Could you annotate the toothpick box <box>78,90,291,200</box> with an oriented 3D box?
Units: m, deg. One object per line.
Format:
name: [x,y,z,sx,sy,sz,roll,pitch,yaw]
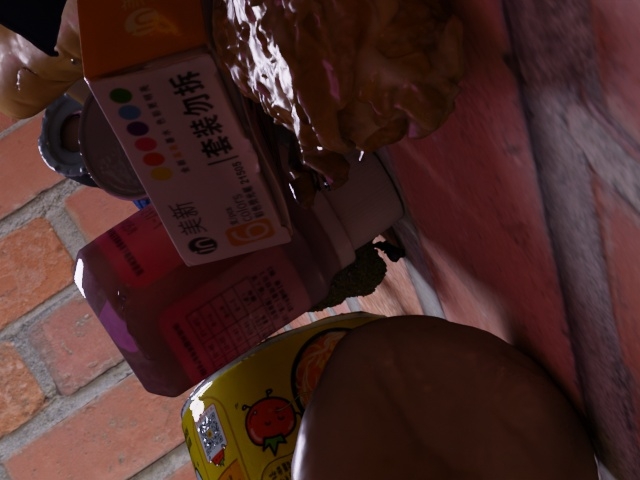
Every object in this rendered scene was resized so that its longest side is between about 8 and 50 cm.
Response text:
toothpick box: [-0.105,-0.091,1.335,0.111,0.111,0.181,54,-152,16]

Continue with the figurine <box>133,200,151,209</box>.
figurine: [-0.179,-0.087,1.555,0.136,0.079,0.077,49,-144,3]

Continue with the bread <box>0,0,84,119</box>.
bread: [-0.231,-0.211,1.423,0.305,0.091,0.142,-25,55,51]

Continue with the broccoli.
broccoli: [0.000,0.000,1.380,0.130,0.131,0.120,43,-150,5]

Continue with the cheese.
cheese: [0.088,0.157,1.140,0.117,0.218,0.235,65,-159,-58]

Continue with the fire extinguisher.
fire extinguisher: [-0.201,-0.117,1.931,0.376,0.113,0.200,23,-144,-60]

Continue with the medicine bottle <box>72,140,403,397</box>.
medicine bottle: [-0.062,0.007,1.248,0.147,0.247,0.147,55,171,13]

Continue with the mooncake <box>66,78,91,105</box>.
mooncake: [-0.208,-0.213,1.644,0.235,0.117,0.235,30,156,14]

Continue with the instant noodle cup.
instant noodle cup: [0.020,0.240,1.590,0.325,0.326,0.254,74,171,-67]

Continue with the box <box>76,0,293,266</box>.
box: [-0.101,-0.150,1.118,0.220,0.091,0.273,67,-171,-50]

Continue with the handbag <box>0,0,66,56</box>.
handbag: [-0.242,-0.312,1.201,0.269,0.118,0.325,52,-155,-77]

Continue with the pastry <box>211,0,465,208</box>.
pastry: [0.005,-0.105,0.889,0.154,0.102,0.250,62,173,-7]
